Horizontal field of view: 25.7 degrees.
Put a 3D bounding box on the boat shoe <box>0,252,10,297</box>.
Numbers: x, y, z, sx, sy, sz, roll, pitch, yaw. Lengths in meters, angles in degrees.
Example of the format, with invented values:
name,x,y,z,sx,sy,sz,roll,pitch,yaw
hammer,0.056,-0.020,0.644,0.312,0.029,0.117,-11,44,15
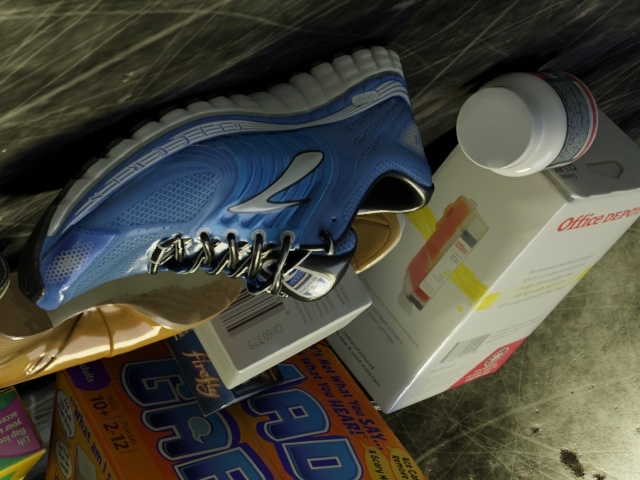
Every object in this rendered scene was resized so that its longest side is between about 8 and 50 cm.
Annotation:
name,x,y,z,sx,sy,sz,roll,pitch,yaw
boat shoe,-0.268,0.040,0.912,0.152,0.056,0.049,-24,178,-32

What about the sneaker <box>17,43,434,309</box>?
name,x,y,z,sx,sy,sz,roll,pitch,yaw
sneaker,-0.048,-0.021,0.953,0.330,0.147,0.130,-24,172,-29

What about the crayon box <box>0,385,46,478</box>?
name,x,y,z,sx,sy,sz,roll,pitch,yaw
crayon box,-0.556,0.333,1.821,0.363,0.106,0.313,-26,172,-23

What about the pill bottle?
name,x,y,z,sx,sy,sz,roll,pitch,yaw
pill bottle,0.211,-0.121,1.444,0.108,0.108,0.180,-31,173,27

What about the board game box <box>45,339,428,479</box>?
name,x,y,z,sx,sy,sz,roll,pitch,yaw
board game box,-0.126,0.361,1.794,0.356,0.356,0.356,-8,128,-28

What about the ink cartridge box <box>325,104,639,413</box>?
name,x,y,z,sx,sy,sz,roll,pitch,yaw
ink cartridge box,0.215,0.014,1.758,0.279,0.160,0.385,-10,145,-52

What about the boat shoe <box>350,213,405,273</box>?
name,x,y,z,sx,sy,sz,roll,pitch,yaw
boat shoe,0.000,0.000,1.602,0.277,0.098,0.096,-21,180,41

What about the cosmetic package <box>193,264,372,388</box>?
name,x,y,z,sx,sy,sz,roll,pitch,yaw
cosmetic package,-0.059,0.046,1.426,0.151,0.151,0.184,-27,175,-11

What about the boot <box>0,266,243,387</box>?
name,x,y,z,sx,sy,sz,roll,pitch,yaw
boot,-0.227,0.065,1.170,0.211,0.104,0.295,-26,171,41

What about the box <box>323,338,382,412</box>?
name,x,y,z,sx,sy,sz,roll,pitch,yaw
box,0.027,0.177,1.942,0.077,0.147,0.180,-1,159,-26

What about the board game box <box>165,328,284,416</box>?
name,x,y,z,sx,sy,sz,roll,pitch,yaw
board game box,-0.121,0.111,1.622,0.042,0.165,0.243,-29,174,9
